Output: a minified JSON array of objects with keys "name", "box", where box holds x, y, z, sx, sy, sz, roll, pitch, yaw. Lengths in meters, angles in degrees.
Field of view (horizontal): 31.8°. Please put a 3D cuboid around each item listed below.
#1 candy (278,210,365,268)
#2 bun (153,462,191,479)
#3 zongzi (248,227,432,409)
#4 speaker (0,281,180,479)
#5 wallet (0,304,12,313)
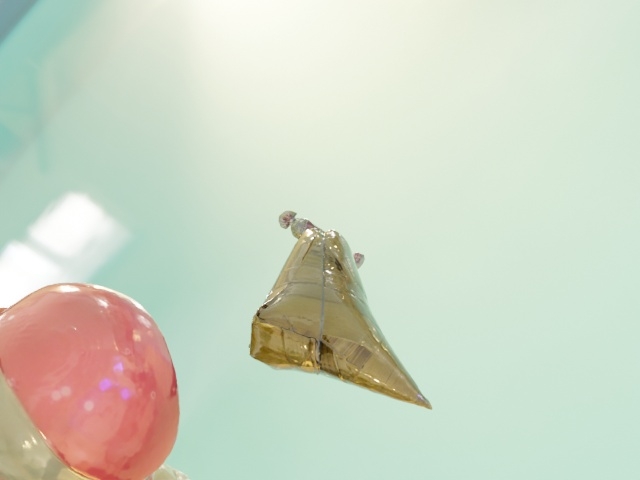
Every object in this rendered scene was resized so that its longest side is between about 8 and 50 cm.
[{"name":"candy","box":[0.000,0.000,1.947,0.043,0.175,0.045,-19,41,62]},{"name":"bun","box":[-0.333,0.484,1.918,0.273,0.273,0.168,-52,44,-4]},{"name":"zongzi","box":[0.062,0.112,1.672,0.289,0.123,0.260,16,42,13]},{"name":"speaker","box":[-0.311,0.195,1.421,0.294,0.294,0.294,-27,42,27]},{"name":"wallet","box":[-0.440,0.153,1.729,0.045,0.204,0.142,-112,25,-46]}]
